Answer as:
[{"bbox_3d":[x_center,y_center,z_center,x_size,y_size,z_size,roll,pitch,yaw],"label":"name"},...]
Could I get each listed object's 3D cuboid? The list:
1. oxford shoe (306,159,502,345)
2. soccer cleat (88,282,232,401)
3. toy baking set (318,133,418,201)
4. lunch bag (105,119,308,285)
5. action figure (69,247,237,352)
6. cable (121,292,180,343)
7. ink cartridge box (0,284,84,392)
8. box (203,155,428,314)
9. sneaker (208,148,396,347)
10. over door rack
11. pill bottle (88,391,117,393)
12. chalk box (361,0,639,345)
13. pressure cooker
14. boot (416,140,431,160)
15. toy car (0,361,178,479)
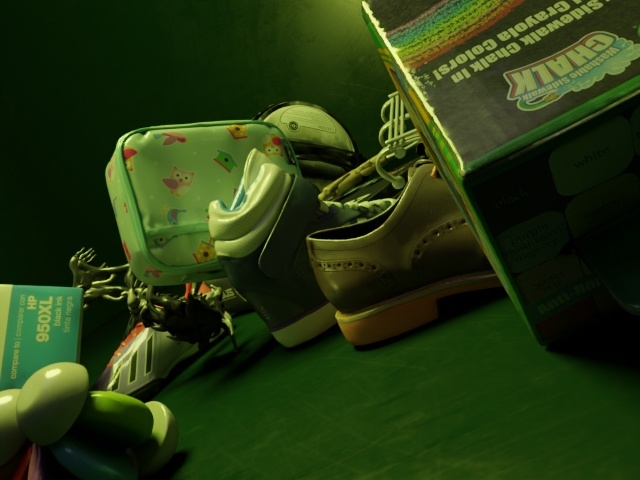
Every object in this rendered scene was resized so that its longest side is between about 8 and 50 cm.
[{"bbox_3d":[0.150,-0.029,0.578,0.363,0.133,0.130,-28,7,16],"label":"oxford shoe"},{"bbox_3d":[-0.281,0.176,1.014,0.108,0.116,0.318,-24,9,44],"label":"soccer cleat"},{"bbox_3d":[0.108,-0.148,1.215,0.196,0.030,0.256,-27,6,47],"label":"toy baking set"},{"bbox_3d":[-0.143,-0.052,0.878,0.279,0.224,0.108,-10,-18,-32],"label":"lunch bag"},{"bbox_3d":[-0.238,0.076,0.943,0.164,0.275,0.141,87,-159,-59],"label":"action figure"},{"bbox_3d":[-0.294,0.168,1.133,0.150,0.047,0.185,-22,-40,-39],"label":"cable"},{"bbox_3d":[-0.551,0.179,0.866,0.394,0.166,0.285,5,-28,-22],"label":"ink cartridge box"},{"bbox_3d":[0.000,0.000,1.170,0.318,0.097,0.395,-39,12,-38],"label":"box"},{"bbox_3d":[0.010,-0.039,0.815,0.322,0.236,0.130,-34,8,-26],"label":"sneaker"},{"bbox_3d":[0.232,-0.211,0.887,0.324,0.108,0.239,-32,22,23],"label":"over door rack"},{"bbox_3d":[-0.306,0.240,0.757,0.169,0.094,0.094,-27,8,30],"label":"pill bottle"},{"bbox_3d":[0.168,-0.069,0.397,0.180,0.179,0.289,-27,44,12],"label":"chalk box"},{"bbox_3d":[-0.084,-0.190,1.764,0.370,0.375,0.420,-41,8,-24],"label":"pressure cooker"},{"bbox_3d":[0.246,-0.160,1.086,0.115,0.112,0.305,-5,-3,-4],"label":"boot"},{"bbox_3d":[-0.236,0.211,0.582,0.182,0.159,0.136,-27,42,24],"label":"toy car"}]
